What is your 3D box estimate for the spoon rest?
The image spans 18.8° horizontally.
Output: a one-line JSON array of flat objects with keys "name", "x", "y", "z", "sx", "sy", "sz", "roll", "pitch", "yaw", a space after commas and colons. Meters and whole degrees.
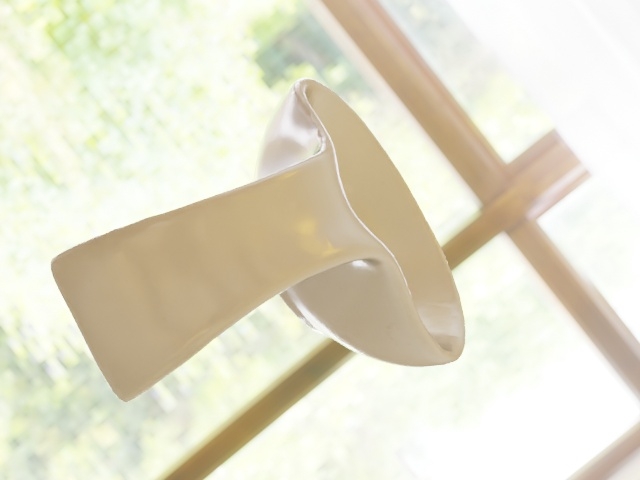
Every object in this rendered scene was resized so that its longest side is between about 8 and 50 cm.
[{"name": "spoon rest", "x": 0.000, "y": 0.000, "z": 0.762, "sx": 0.084, "sy": 0.137, "sz": 0.276, "roll": -29, "pitch": 176, "yaw": 22}]
